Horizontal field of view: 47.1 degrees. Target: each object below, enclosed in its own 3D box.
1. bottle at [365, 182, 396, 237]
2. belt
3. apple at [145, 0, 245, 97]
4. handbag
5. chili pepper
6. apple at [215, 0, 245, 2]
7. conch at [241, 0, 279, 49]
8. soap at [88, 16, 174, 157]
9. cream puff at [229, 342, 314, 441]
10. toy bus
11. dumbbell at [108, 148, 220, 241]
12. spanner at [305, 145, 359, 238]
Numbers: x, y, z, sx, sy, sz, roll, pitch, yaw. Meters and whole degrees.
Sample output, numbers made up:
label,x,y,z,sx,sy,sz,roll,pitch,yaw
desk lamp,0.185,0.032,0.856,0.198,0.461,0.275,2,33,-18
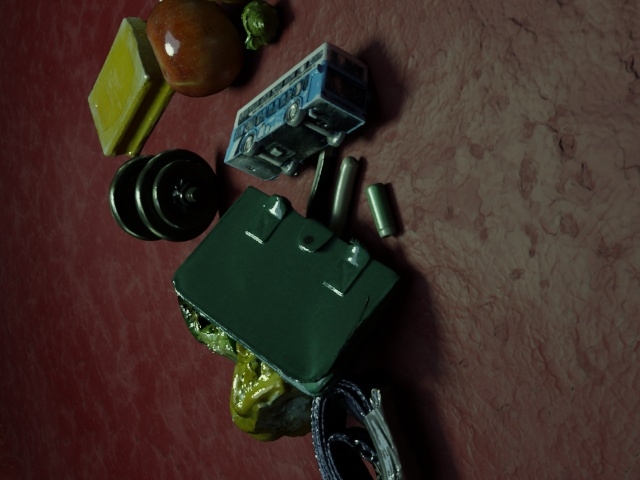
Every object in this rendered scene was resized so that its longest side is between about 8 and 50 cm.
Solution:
label,x,y,z,sx,sy,sz,roll,pitch,yaw
bottle,0.094,-0.046,1.141,0.030,0.030,0.083,-29,73,50
belt,0.077,0.321,1.143,0.139,0.126,0.231,-26,73,21
apple,-0.237,-0.376,1.412,0.201,0.162,0.201,62,171,18
handbag,-0.059,0.070,1.164,0.326,0.089,0.238,31,79,29
chili pepper,-0.189,0.151,1.483,0.264,0.116,0.148,15,118,51
apple,-0.195,-0.549,1.304,0.246,0.246,0.226,40,122,42
conch,-0.116,-0.388,1.327,0.089,0.074,0.121,-60,23,8
soap,-0.453,-0.360,1.755,0.315,0.091,0.199,-43,63,47
cream puff,-0.076,0.237,1.266,0.195,0.194,0.221,46,154,39
toy bus,-0.043,-0.201,1.217,0.297,0.106,0.131,-24,50,50
dumbbell,-0.329,-0.092,1.548,0.290,0.192,0.192,1,96,52
spanner,0.000,0.000,1.261,0.095,0.040,0.325,37,122,44
